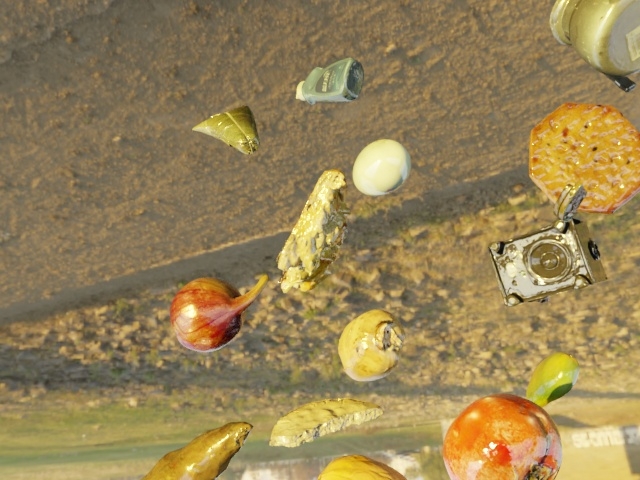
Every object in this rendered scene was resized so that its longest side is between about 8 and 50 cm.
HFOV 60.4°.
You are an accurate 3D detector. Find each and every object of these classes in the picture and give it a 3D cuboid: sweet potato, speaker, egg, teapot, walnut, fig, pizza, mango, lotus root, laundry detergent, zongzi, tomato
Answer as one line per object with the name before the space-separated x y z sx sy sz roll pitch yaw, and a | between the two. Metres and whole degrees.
sweet potato | -0.269 0.445 0.887 0.422 0.130 0.130 -45 163 -12
speaker | 0.599 0.063 1.444 0.232 0.184 0.254 -23 166 31
egg | 0.207 -0.246 1.907 0.183 0.183 0.264 3 164 -22
teapot | 0.755 -0.554 1.425 0.305 0.285 0.223 18 117 -27
walnut | 0.088 0.487 1.025 0.207 0.159 0.159 23 154 -7
fig | -0.226 0.156 1.219 0.207 0.175 0.175 -13 158 30
pizza | 0.000 0.000 1.085 0.089 0.223 0.323 26 158 9
mango | 0.627 0.377 1.501 0.085 0.122 0.191 25 136 -6
lotus root | 0.119 0.259 1.330 0.146 0.160 0.284 38 156 2
laundry detergent | 0.018 -0.548 1.933 0.094 0.143 0.290 12 175 -44
zongzi | -0.186 -0.195 1.088 0.130 0.154 0.062 -15 141 -2
tomato | 0.342 0.408 1.067 0.232 0.232 0.188 8 -169 -32

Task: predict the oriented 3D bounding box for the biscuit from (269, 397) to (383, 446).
biscuit | -0.001 0.435 1.357 0.290 0.038 0.141 -11 -168 -23

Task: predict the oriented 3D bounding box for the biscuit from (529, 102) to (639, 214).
biscuit | 0.788 -0.243 1.625 0.359 0.359 0.046 -7 170 3

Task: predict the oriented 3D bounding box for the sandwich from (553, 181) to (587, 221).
sandwich | 0.491 -0.076 1.077 0.069 0.026 0.101 -16 139 -25
